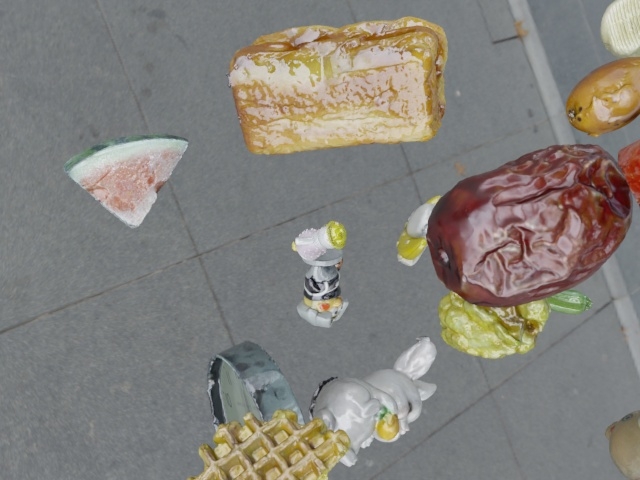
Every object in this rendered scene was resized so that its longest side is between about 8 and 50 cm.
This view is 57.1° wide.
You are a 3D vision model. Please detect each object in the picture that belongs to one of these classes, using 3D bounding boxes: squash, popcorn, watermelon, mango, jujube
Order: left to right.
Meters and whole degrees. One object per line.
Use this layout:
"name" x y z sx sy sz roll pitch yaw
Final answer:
"watermelon" -0.411 -0.135 1.317 0.262 0.213 0.201 -20 104 -15
"popcorn" 0.403 0.167 1.365 0.235 0.250 0.242 42 23 18
"jujube" 0.392 -0.030 1.103 0.377 0.276 0.276 -20 93 -4
"squash" 0.642 0.157 1.607 0.219 0.077 0.068 13 35 -13
"mango" 0.314 -0.154 0.625 0.127 0.077 0.063 -36 122 -22

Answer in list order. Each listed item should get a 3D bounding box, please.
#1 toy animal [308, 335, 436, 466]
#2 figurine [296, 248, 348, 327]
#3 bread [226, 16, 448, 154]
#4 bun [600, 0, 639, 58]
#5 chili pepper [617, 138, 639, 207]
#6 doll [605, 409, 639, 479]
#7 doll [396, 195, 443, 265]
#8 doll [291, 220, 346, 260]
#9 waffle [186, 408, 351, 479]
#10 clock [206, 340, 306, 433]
"toy animal" 0.118 0.331 1.217 0.325 0.154 0.208 -34 133 -35
"figurine" 0.010 0.134 1.727 0.176 0.133 0.236 -30 128 -50
"bread" 0.030 -0.247 0.945 0.148 0.344 0.195 -74 159 -54
"bun" 0.531 -0.359 0.981 0.069 0.115 0.115 -8 87 -51
"chili pepper" 0.598 -0.086 0.871 0.251 0.305 0.229 28 72 -8
"doll" 0.828 0.447 1.335 0.174 0.330 0.235 55 19 -21
"doll" 0.309 -0.037 1.728 0.111 0.237 0.252 36 105 1
"doll" 0.000 0.000 1.521 0.129 0.207 0.081 5 74 -34
"waffle" -0.064 0.266 0.616 0.161 0.046 0.192 9 54 15
"clock" -0.103 0.322 0.966 0.061 0.313 0.312 -15 90 -28
